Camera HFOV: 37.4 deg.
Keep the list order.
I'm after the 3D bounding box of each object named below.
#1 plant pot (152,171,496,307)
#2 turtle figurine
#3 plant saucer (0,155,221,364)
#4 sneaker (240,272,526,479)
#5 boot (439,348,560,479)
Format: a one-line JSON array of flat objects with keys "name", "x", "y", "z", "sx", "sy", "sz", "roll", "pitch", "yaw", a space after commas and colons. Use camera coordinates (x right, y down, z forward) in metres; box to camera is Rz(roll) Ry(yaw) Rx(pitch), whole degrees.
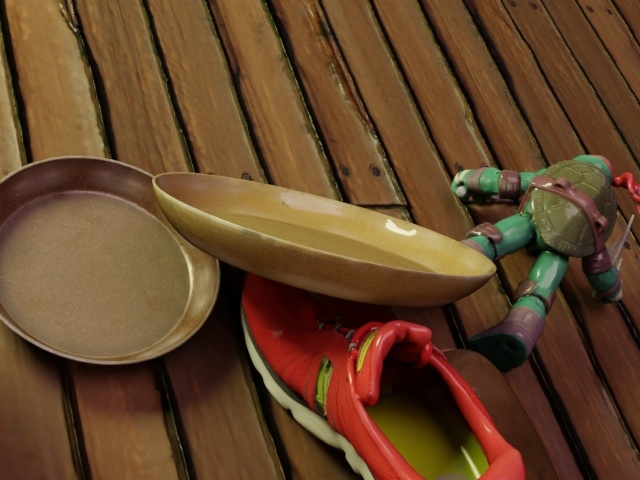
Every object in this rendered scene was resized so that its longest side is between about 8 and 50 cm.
[{"name": "plant pot", "x": 0.000, "y": 0.000, "z": 0.638, "sx": 0.236, "sy": 0.032, "sz": 0.236, "roll": 14, "pitch": 9, "yaw": -2}, {"name": "turtle figurine", "x": 0.185, "y": -0.009, "z": 0.786, "sx": 0.175, "sy": 0.118, "sz": 0.234, "roll": 40, "pitch": 54, "yaw": 11}, {"name": "plant saucer", "x": -0.152, "y": 0.015, "z": 0.642, "sx": 0.168, "sy": 0.029, "sz": 0.168, "roll": 14, "pitch": 51, "yaw": -18}, {"name": "sneaker", "x": 0.039, "y": 0.081, "z": 0.592, "sx": 0.107, "sy": 0.118, "sz": 0.279, "roll": -27, "pitch": 48, "yaw": -21}, {"name": "boot", "x": 0.147, "y": 0.189, "z": 0.606, "sx": 0.112, "sy": 0.115, "sz": 0.305, "roll": -1, "pitch": 54, "yaw": -26}]
